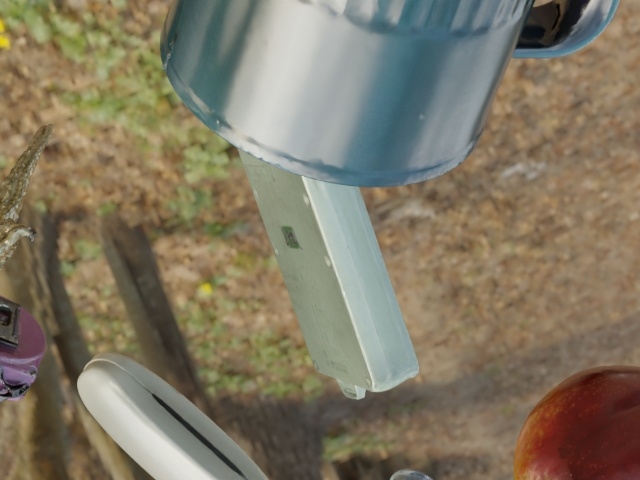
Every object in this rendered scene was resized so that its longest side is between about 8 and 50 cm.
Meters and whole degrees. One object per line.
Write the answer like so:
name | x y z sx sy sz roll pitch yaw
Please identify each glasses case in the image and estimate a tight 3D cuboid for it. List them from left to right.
glasses case | -0.116 0.170 1.218 0.051 0.204 0.081 -50 -173 -34

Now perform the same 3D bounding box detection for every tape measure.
tape measure | -0.337 0.107 1.494 0.118 0.125 0.074 22 119 -30

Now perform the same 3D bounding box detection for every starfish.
starfish | -0.295 0.026 1.230 0.048 0.295 0.231 28 139 -18

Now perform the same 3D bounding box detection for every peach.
peach | 0.139 0.107 0.685 0.100 0.101 0.101 -21 159 -8

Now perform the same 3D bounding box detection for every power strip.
power strip | 0.000 0.000 1.193 0.046 0.270 0.118 -26 -164 -23

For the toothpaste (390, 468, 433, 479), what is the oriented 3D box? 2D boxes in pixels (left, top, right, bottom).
toothpaste | 0.023 0.265 1.134 0.234 0.089 0.057 -45 156 -46

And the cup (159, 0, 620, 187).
cup | 0.070 -0.212 0.969 0.307 0.242 0.292 19 131 0
